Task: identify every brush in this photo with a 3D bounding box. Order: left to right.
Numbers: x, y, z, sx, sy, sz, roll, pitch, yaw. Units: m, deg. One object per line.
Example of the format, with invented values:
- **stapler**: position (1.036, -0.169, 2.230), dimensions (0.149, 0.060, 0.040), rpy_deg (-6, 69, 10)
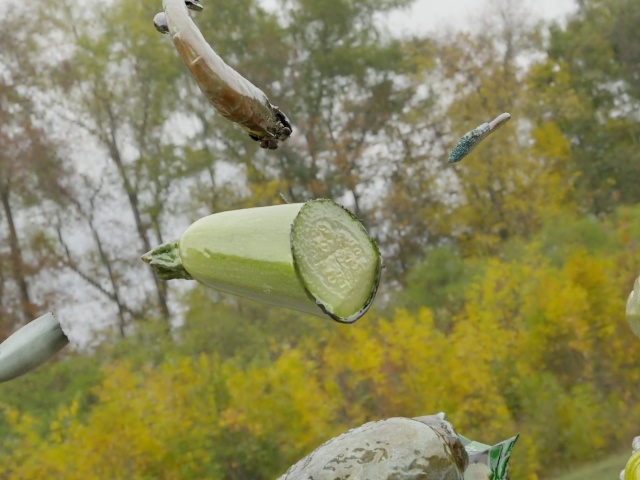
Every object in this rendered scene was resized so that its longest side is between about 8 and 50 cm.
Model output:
- **brush**: position (0.268, -0.178, 1.710), dimensions (0.196, 0.021, 0.070), rpy_deg (-36, -14, -49)

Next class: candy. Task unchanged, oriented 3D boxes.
- **candy**: position (0.224, 0.368, 1.663), dimensions (0.203, 0.078, 0.141), rpy_deg (-2, 36, 51)

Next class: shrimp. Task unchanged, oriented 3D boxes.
- **shrimp**: position (-0.096, -0.161, 0.995), dimensions (0.046, 0.152, 0.219), rpy_deg (-35, -27, 8)

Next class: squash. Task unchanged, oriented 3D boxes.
- **squash**: position (-0.078, 0.003, 1.179), dimensions (0.288, 0.137, 0.137), rpy_deg (11, 6, 34)

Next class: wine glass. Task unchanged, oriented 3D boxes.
- **wine glass**: position (-0.423, 0.172, 1.376), dimensions (0.198, 0.066, 0.066), rpy_deg (-35, -6, -17)

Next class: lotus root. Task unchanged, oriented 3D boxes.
- **lotus root**: position (0.029, 0.332, 1.250), dimensions (0.350, 0.175, 0.175), rpy_deg (-34, -10, -6)

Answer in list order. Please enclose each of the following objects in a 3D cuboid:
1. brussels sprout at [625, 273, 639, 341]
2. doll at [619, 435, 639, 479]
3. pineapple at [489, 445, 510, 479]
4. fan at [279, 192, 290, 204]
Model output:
- **brussels sprout**: position (0.746, 0.127, 2.005), dimensions (0.294, 0.259, 0.227), rpy_deg (-1, 19, 43)
- **doll**: position (0.490, 0.317, 1.482), dimensions (0.135, 0.098, 0.241), rpy_deg (3, 6, 26)
- **pineapple**: position (0.276, 0.444, 1.758), dimensions (0.108, 0.197, 0.108), rpy_deg (-13, 5, 1)
- **fan**: position (0.001, 0.000, 1.885), dimensions (0.010, 0.182, 0.310), rpy_deg (-2, -31, 30)
